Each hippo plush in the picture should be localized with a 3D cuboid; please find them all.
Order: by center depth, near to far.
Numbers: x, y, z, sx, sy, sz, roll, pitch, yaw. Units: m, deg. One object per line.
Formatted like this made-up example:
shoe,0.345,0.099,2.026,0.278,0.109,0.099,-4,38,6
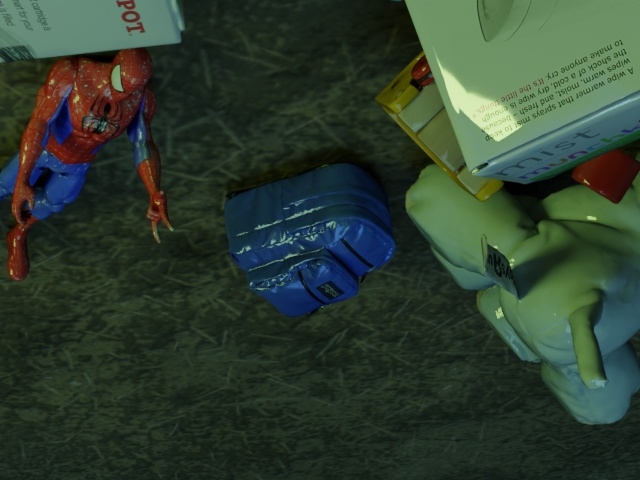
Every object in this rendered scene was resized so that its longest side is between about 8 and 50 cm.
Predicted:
hippo plush,0.220,-0.022,1.042,0.236,0.234,0.294,-40,160,-1

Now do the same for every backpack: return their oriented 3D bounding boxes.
backpack,0.000,0.000,1.092,0.120,0.101,0.098,-22,151,19

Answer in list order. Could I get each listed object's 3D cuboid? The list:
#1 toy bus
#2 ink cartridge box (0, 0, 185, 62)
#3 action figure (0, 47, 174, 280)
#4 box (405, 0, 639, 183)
toy bus,0.131,-0.125,0.901,0.202,0.191,0.104,0,-169,-7
ink cartridge box,-0.205,-0.179,0.754,0.237,0.100,0.172,-6,158,2
action figure,-0.191,-0.029,0.990,0.091,0.139,0.280,14,141,-30
box,0.166,-0.183,0.669,0.262,0.231,0.127,-25,170,28
